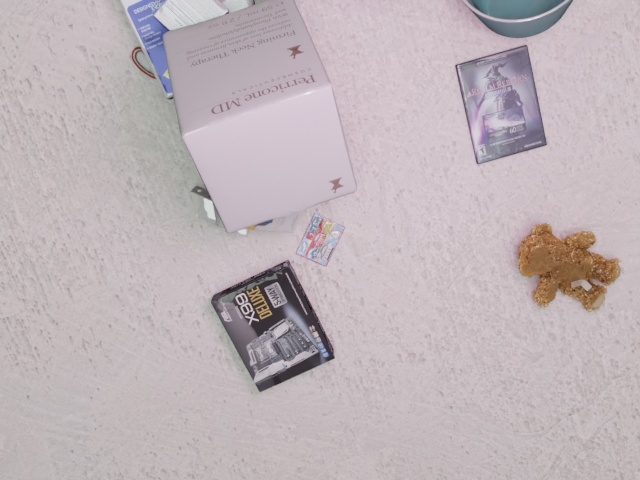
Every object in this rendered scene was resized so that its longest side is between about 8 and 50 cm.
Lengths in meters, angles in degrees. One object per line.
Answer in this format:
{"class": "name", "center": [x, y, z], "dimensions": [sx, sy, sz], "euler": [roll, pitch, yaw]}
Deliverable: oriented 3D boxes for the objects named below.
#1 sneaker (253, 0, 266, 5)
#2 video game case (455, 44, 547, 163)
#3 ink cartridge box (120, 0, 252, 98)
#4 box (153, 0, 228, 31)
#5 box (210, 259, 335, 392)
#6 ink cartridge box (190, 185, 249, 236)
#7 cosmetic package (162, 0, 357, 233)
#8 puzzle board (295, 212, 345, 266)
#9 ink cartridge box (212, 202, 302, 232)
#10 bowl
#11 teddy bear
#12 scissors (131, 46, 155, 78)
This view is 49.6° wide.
{"class": "sneaker", "center": [-0.125, -0.575, 1.772], "dimensions": [0.052, 0.058, 0.135], "euler": [-35, 102, 6]}
{"class": "video game case", "center": [0.488, -0.363, 1.864], "dimensions": [0.196, 0.026, 0.274], "euler": [-16, 104, 1]}
{"class": "ink cartridge box", "center": [-0.320, -0.560, 1.757], "dimensions": [0.303, 0.072, 0.307], "euler": [-24, 99, 0]}
{"class": "box", "center": [-0.313, -0.550, 1.689], "dimensions": [0.126, 0.072, 0.137], "euler": [42, 94, -11]}
{"class": "box", "center": [-0.132, 0.242, 1.955], "dimensions": [0.242, 0.076, 0.308], "euler": [-25, 103, 4]}
{"class": "ink cartridge box", "center": [-0.268, -0.080, 1.859], "dimensions": [0.181, 0.104, 0.062], "euler": [23, 102, -6]}
{"class": "cosmetic package", "center": [-0.141, -0.297, 1.609], "dimensions": [0.329, 0.394, 0.327], "euler": [-19, 139, -1]}
{"class": "puzzle board", "center": [0.000, 0.000, 1.937], "dimensions": [0.096, 0.011, 0.128], "euler": [24, 102, -7]}
{"class": "ink cartridge box", "center": [-0.169, -0.108, 1.793], "dimensions": [0.212, 0.154, 0.093], "euler": [5, 133, -24]}
{"class": "bowl", "center": [0.494, -0.623, 1.695], "dimensions": [0.311, 0.163, 0.312], "euler": [-6, 69, 16]}
{"class": "teddy bear", "center": [0.690, 0.076, 1.946], "dimensions": [0.337, 0.113, 0.245], "euler": [7, 110, -12]}
{"class": "scissors", "center": [-0.358, -0.421, 1.822], "dimensions": [0.297, 0.021, 0.109], "euler": [40, 96, -11]}
